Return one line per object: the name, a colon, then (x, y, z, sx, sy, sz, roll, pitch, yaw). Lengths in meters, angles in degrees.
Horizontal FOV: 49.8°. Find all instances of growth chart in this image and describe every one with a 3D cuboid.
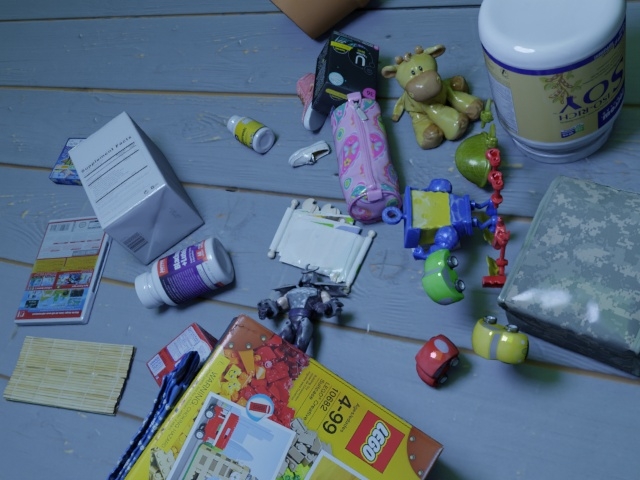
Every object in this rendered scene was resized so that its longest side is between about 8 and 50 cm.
growth chart: (0.000, 0.000, 1.461, 0.237, 0.021, 0.172, 21, 70, 31)

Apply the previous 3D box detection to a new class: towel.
towel: (-0.310, 0.339, 1.141, 0.040, 0.243, 0.336, 33, 89, -4)

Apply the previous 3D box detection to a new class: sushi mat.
sushi mat: (-0.555, 0.293, 1.521, 0.317, 0.019, 0.151, 1, 61, 23)

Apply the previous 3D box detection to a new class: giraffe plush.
giraffe plush: (0.227, -0.326, 1.466, 0.181, 0.170, 0.210, -44, 54, -6)

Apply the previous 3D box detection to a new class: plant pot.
plant pot: (-0.024, -0.643, 1.716, 0.203, 0.291, 0.291, -48, 53, 11)

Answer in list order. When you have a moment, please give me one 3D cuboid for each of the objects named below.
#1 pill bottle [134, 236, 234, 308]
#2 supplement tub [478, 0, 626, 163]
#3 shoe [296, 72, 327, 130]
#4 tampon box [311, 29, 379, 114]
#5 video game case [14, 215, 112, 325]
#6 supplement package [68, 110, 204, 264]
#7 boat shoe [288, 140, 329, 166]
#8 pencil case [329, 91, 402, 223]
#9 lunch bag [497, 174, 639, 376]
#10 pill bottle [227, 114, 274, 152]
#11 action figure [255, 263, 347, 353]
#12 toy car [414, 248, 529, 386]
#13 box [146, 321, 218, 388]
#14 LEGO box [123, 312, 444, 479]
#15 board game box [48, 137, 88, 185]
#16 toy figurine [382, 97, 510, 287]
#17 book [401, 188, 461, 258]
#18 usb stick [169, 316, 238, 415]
pill bottle: (-0.295, 0.076, 1.485, 0.194, 0.108, 0.108, -23, 55, 9)
supplement tub: (0.434, -0.318, 1.275, 0.241, 0.331, 0.241, -11, 57, 17)
shoe: (-0.024, -0.333, 1.647, 0.081, 0.063, 0.178, 7, 59, 28)
tampon box: (0.057, -0.373, 1.579, 0.120, 0.101, 0.161, 15, 60, -16)
video game case: (-0.616, 0.070, 1.677, 0.204, 0.025, 0.285, -4, 59, 20)
supplement package: (-0.436, -0.125, 1.622, 0.175, 0.177, 0.293, -36, 53, 0)
boat shoe: (-0.025, -0.192, 1.579, 0.100, 0.035, 0.035, -25, 52, -1)
pencil case: (0.093, -0.178, 1.466, 0.124, 0.124, 0.284, -16, 57, 14)
lunch bag: (0.464, 0.040, 1.152, 0.235, 0.169, 0.287, 20, 75, 32)
pill bottle: (-0.170, -0.260, 1.660, 0.116, 0.065, 0.065, 33, 77, 35)
action figure: (-0.044, 0.165, 1.333, 0.185, 0.099, 0.285, -13, 50, 35)
toy car: (0.218, 0.124, 1.168, 0.239, 0.053, 0.225, -30, 72, 46)
box: (-0.201, 0.297, 1.305, 0.128, 0.122, 0.257, -41, 54, -4)
LEGO box: (-0.110, 0.427, 1.057, 0.372, 0.193, 0.500, 33, 76, 3)
board game box: (-0.613, -0.210, 1.836, 0.201, 0.035, 0.136, 6, 64, 25)
toy figurine: (0.222, -0.085, 1.289, 0.217, 0.191, 0.362, -3, 56, 8)
book: (0.221, -0.039, 1.387, 0.096, 0.035, 0.144, -13, 56, 9)
usb stick: (-0.198, 0.260, 1.220, 0.077, 0.045, 0.278, 25, 73, 31)
